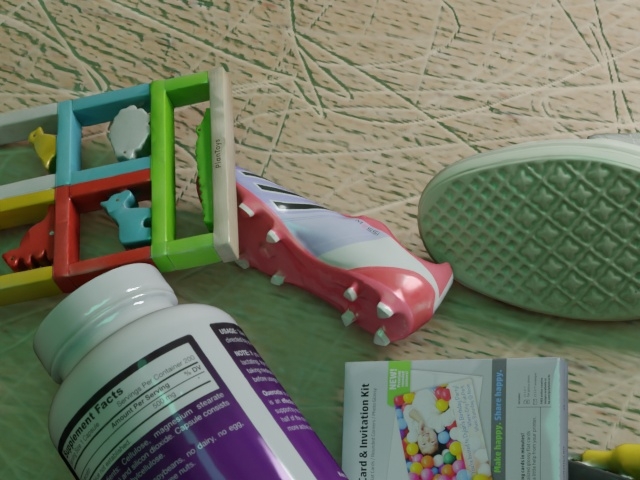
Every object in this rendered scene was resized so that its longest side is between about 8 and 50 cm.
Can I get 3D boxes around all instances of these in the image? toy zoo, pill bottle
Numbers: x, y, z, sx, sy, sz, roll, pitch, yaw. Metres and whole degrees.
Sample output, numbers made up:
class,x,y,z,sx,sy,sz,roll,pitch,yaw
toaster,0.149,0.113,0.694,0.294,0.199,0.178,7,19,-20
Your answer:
class,x,y,z,sx,sy,sz,roll,pitch,yaw
toy zoo,-0.218,-0.042,1.603,0.293,0.030,0.192,-12,56,11
pill bottle,-0.097,0.180,1.471,0.181,0.181,0.323,-33,69,-11

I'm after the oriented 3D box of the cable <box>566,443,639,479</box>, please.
class,x,y,z,sx,sy,sz,roll,pitch,yaw
cable,0.183,0.205,1.539,0.287,0.072,0.139,19,87,22

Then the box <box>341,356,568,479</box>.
class,x,y,z,sx,sy,sz,roll,pitch,yaw
box,0.111,0.171,1.511,0.186,0.038,0.145,-2,76,19

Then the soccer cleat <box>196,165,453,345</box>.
class,x,y,z,sx,sy,sz,roll,pitch,yaw
soccer cleat,0.000,0.000,1.599,0.248,0.083,0.095,33,50,23

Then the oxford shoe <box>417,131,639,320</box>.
class,x,y,z,sx,sy,sz,roll,pitch,yaw
oxford shoe,0.310,-0.031,1.584,0.449,0.169,0.130,-5,28,8
